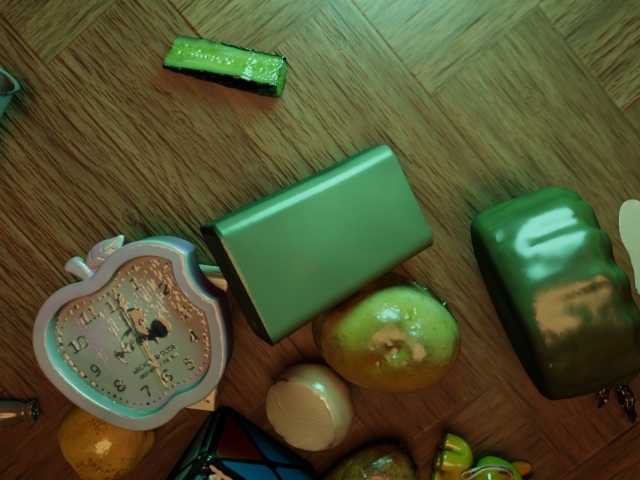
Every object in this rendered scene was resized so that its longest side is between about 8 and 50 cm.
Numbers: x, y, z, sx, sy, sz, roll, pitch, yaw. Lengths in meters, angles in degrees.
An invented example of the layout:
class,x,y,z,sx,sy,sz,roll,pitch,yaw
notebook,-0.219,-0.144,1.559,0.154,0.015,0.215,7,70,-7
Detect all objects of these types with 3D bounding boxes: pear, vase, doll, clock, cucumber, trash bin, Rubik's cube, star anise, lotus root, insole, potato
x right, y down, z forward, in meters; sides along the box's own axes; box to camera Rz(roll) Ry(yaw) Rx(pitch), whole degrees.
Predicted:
class,x,y,z,sx,sy,sz,roll,pitch,yaw
pear,-0.402,0.369,1.493,0.178,0.178,0.178,0,101,1
vase,-0.608,0.338,1.538,0.101,0.053,0.053,-6,100,-2
doll,0.321,0.457,1.507,0.221,0.143,0.135,21,129,3
clock,-0.319,0.154,1.365,0.339,0.102,0.338,1,98,4
cucumber,-0.170,-0.307,1.409,0.211,0.062,0.078,11,67,5
trash bin,0.000,0.000,1.361,0.343,0.158,0.223,-28,99,-13
Rubik's cube,-0.170,0.502,1.460,0.248,0.246,0.250,34,99,-5
star anise,0.534,0.246,1.494,0.157,0.053,0.212,2,103,0
lotus root,0.073,0.490,1.510,0.260,0.128,0.145,-36,99,-2
insole,0.604,0.017,1.475,0.065,0.004,0.197,-17,100,4
potato,0.127,0.177,1.414,0.285,0.242,0.242,26,100,-1

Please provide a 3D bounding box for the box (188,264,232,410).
class,x,y,z,sx,sy,sz,roll,pitch,yaw
box,-0.272,0.172,1.470,0.195,0.111,0.260,8,102,0

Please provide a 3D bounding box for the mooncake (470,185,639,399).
class,x,y,z,sx,sy,sz,roll,pitch,yaw
mooncake,0.400,0.087,1.318,0.194,0.356,0.356,-23,99,3

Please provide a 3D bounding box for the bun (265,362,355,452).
class,x,y,z,sx,sy,sz,roll,pitch,yaw
bun,-0.008,0.306,1.483,0.173,0.120,0.172,14,118,28

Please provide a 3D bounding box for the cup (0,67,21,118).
class,x,y,z,sx,sy,sz,roll,pitch,yaw
cup,-0.678,-0.185,1.386,0.203,0.203,0.288,27,106,-4
